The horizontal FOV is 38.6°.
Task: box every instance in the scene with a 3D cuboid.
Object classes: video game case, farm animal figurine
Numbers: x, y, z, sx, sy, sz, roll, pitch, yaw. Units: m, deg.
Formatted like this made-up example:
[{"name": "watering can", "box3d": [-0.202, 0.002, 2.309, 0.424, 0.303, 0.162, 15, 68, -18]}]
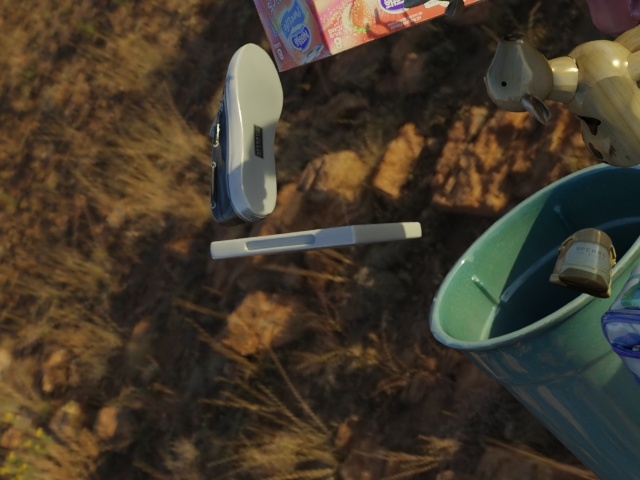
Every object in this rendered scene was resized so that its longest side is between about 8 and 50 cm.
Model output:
[{"name": "video game case", "box3d": [0.000, 0.000, 1.024, 0.173, 0.190, 0.022, -6, 90, 27]}, {"name": "farm animal figurine", "box3d": [0.134, -0.202, 0.644, 0.172, 0.326, 0.330, -33, 78, 17]}]

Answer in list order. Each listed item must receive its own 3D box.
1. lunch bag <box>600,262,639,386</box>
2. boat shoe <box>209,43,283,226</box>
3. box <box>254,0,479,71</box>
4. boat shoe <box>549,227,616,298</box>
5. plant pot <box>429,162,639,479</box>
[{"name": "lunch bag", "box3d": [0.350, 0.094, 0.738, 0.090, 0.176, 0.219, -51, 26, -23]}, {"name": "boat shoe", "box3d": [-0.093, -0.119, 1.049, 0.076, 0.080, 0.229, -21, 62, 35]}, {"name": "box", "box3d": [0.070, -0.349, 1.232, 0.142, 0.300, 0.154, -1, 113, 59]}, {"name": "boat shoe", "box3d": [0.210, 0.018, 0.718, 0.135, 0.050, 0.045, 33, -107, -79]}, {"name": "plant pot", "box3d": [0.378, 0.131, 1.179, 0.341, 0.334, 0.341, -38, 15, 12]}]
